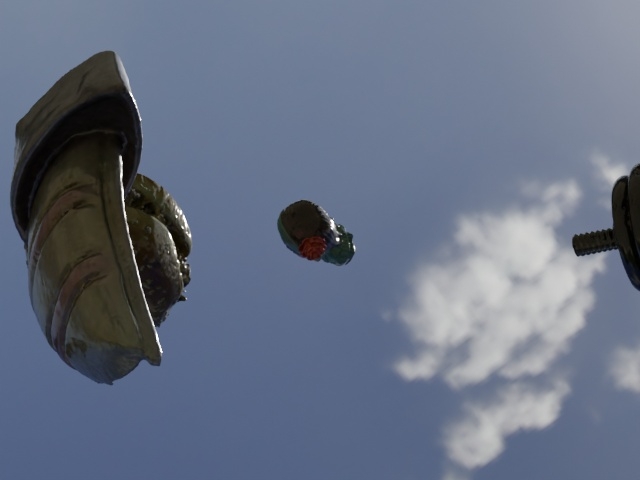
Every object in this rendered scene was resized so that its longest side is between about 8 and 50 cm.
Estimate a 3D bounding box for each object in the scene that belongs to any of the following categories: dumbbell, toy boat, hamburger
[{"bbox_3d":[0.256,-0.016,0.905,0.208,0.099,0.099,-12,-147,24],"label":"dumbbell"},{"bbox_3d":[-0.227,-0.001,1.368,0.276,0.111,0.294,145,-53,-59],"label":"toy boat"},{"bbox_3d":[-0.259,0.015,1.783,0.189,0.215,0.122,-13,-140,11],"label":"hamburger"}]

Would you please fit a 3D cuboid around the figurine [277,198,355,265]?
[{"bbox_3d":[0.000,0.000,1.296,0.047,0.106,0.060,-33,-113,13],"label":"figurine"}]
